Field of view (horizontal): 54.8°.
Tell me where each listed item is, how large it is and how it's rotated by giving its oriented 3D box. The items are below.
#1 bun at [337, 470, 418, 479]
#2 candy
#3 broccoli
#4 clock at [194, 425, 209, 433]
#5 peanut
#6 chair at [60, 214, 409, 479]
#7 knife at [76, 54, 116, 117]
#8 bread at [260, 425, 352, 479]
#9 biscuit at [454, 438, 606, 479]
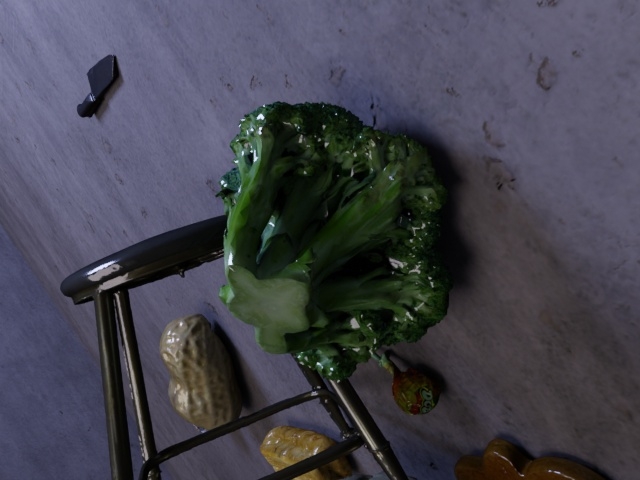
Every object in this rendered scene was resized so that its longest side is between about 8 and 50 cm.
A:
[{"bbox_3d":[0.123,0.453,0.839,0.365,0.365,0.219,38,101,26],"label":"bun"},{"bbox_3d":[0.083,0.169,0.853,0.201,0.061,0.060,36,144,43],"label":"candy"},{"bbox_3d":[0.000,0.000,0.634,0.265,0.245,0.294,-16,119,34],"label":"broccoli"},{"bbox_3d":[-0.282,0.405,1.519,0.117,0.080,0.176,12,126,47],"label":"clock"},{"bbox_3d":[-0.259,0.293,1.329,0.152,0.152,0.313,26,136,39],"label":"peanut"},{"bbox_3d":[-0.139,0.190,0.863,0.365,0.362,0.409,160,91,-78],"label":"chair"},{"bbox_3d":[-0.406,-0.284,1.119,0.230,0.028,0.060,-16,93,55],"label":"knife"},{"bbox_3d":[-0.028,0.419,1.187,0.211,0.083,0.113,-9,117,55],"label":"bread"},{"bbox_3d":[0.269,0.318,0.743,0.236,0.039,0.179,-19,101,57],"label":"biscuit"}]
